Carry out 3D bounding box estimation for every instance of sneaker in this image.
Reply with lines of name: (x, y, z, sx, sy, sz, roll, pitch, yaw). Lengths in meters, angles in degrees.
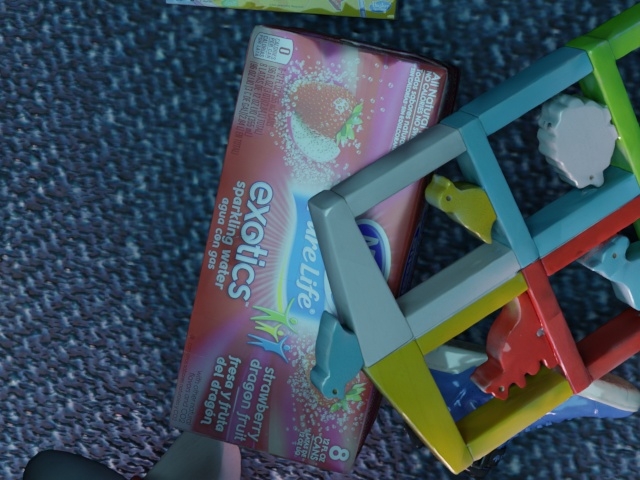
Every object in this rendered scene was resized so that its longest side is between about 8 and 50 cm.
sneaker: (0.128, 0.118, 0.827, 0.152, 0.058, 0.084, 10, 94, 13)

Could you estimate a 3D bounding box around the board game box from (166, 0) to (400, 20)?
board game box: (-0.022, -0.201, 0.824, 0.154, 0.026, 0.103, 5, 99, 9)

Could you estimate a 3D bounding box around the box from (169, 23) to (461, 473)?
box: (0.000, 0.000, 0.798, 0.123, 0.128, 0.256, 14, 100, 8)

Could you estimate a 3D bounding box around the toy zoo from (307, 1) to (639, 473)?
toy zoo: (0.120, 0.007, 0.739, 0.293, 0.030, 0.192, -32, 114, -10)

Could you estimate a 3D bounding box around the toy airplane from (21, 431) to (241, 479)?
toy airplane: (-0.029, 0.244, 0.721, 0.272, 0.386, 0.384, -36, 85, 15)
